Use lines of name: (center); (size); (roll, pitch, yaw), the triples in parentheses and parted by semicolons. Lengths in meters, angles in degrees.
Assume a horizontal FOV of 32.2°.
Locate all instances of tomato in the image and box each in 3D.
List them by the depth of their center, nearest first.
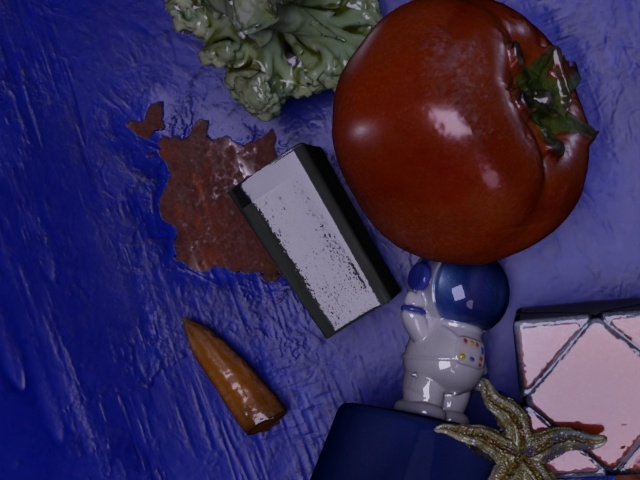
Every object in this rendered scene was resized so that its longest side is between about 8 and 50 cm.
tomato: (0.173, -0.145, 1.405); (0.273, 0.341, 0.341); (-15, 88, 38)

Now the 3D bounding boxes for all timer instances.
timer: (0.155, 0.185, 1.467); (0.270, 0.270, 0.383); (11, 80, 11)

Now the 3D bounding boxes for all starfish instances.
starfish: (0.232, 0.273, 1.322); (0.208, 0.053, 0.176); (30, 81, 15)

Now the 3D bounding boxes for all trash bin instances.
trash bin: (0.000, 0.000, 1.521); (0.122, 0.164, 0.240); (-32, 88, 11)

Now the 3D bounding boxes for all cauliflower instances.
cauliflower: (-0.076, -0.292, 1.475); (0.327, 0.281, 0.260); (21, 123, 16)

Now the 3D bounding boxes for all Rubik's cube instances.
Rubik's cube: (0.361, 0.184, 1.429); (0.207, 0.205, 0.205); (-7, 89, 13)

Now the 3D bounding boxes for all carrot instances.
carrot: (-0.137, 0.190, 1.601); (0.072, 0.072, 0.205); (-44, 77, 9)
